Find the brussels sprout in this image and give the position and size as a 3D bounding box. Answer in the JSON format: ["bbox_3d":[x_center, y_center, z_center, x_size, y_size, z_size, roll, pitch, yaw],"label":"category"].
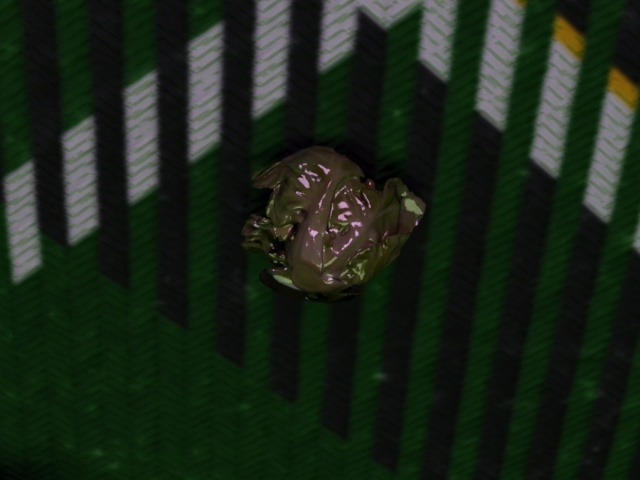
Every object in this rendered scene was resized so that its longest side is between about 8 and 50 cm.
[{"bbox_3d":[0.000,0.000,0.932,0.085,0.058,0.085,11,146,8],"label":"brussels sprout"}]
